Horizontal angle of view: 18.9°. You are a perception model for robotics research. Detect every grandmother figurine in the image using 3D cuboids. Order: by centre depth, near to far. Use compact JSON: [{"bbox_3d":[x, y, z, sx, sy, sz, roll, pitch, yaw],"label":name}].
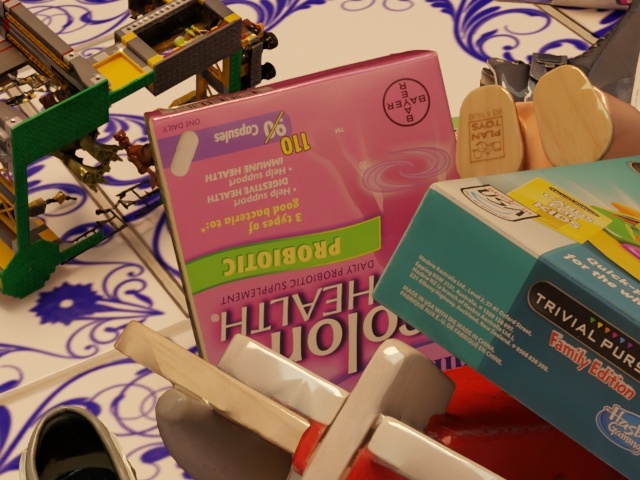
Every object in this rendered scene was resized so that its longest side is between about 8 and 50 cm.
[{"bbox_3d":[0.230,-0.051,1.450,0.208,0.104,0.342,-2,-8,37],"label":"grandmother figurine"}]

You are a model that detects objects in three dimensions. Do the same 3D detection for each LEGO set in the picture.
[{"bbox_3d":[-0.221,-0.129,1.667,0.331,0.255,0.192,-36,59,-22],"label":"LEGO set"}]

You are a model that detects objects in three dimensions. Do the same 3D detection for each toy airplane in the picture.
[{"bbox_3d":[0.070,0.175,1.158,0.384,0.272,0.386,17,15,-16],"label":"toy airplane"}]

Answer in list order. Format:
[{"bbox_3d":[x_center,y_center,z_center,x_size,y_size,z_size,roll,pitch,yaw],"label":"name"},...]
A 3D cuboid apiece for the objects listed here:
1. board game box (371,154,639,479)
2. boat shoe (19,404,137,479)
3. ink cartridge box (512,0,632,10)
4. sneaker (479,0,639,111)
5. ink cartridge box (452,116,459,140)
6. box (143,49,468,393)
[{"bbox_3d":[0.220,0.051,1.126,0.254,0.079,0.336,35,21,22],"label":"board game box"},{"bbox_3d":[-0.161,0.235,1.272,0.116,0.099,0.319,-10,35,-1],"label":"boat shoe"},{"bbox_3d":[0.357,-0.310,1.883,0.371,0.069,0.176,6,73,24],"label":"ink cartridge box"},{"bbox_3d":[0.230,-0.157,1.743,0.163,0.086,0.226,4,38,13],"label":"sneaker"},{"bbox_3d":[0.043,-0.015,1.581,0.219,0.092,0.160,-8,35,2],"label":"ink cartridge box"},{"bbox_3d":[0.000,0.000,1.422,0.213,0.243,0.117,-13,8,-6],"label":"box"}]
